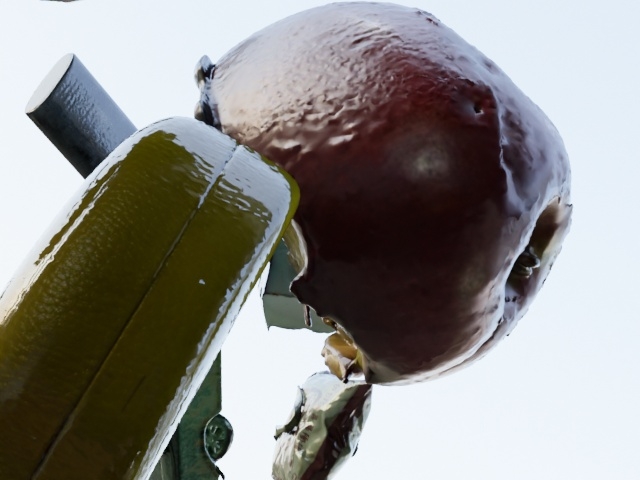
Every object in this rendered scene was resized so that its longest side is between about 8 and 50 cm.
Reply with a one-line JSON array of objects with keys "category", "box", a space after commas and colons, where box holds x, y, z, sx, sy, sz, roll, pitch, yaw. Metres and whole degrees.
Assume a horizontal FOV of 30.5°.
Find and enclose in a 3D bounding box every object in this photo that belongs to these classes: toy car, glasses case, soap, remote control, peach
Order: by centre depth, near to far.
[{"category": "glasses case", "box": [-0.142, 0.063, 0.789, 0.141, 0.371, 0.173, 30, -34, -4]}, {"category": "toy car", "box": [-0.146, 0.096, 1.066, 0.141, 0.097, 0.321, 27, -58, 50]}, {"category": "peach", "box": [0.043, -0.057, 1.186, 0.416, 0.353, 0.339, 22, -28, 29]}, {"category": "remote control", "box": [-0.221, -0.062, 1.472, 0.044, 0.107, 0.377, -1, -41, 40]}, {"category": "soap", "box": [0.000, 0.000, 1.497, 0.145, 0.231, 0.091, 7, -24, -4]}]

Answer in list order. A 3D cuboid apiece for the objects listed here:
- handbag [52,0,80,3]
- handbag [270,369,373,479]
[{"category": "handbag", "box": [-0.253, -0.341, 1.390, 0.173, 0.117, 0.095, -4, -51, 24]}, {"category": "handbag", "box": [-0.002, 0.307, 1.874, 0.127, 0.213, 0.235, 28, -9, -9]}]
